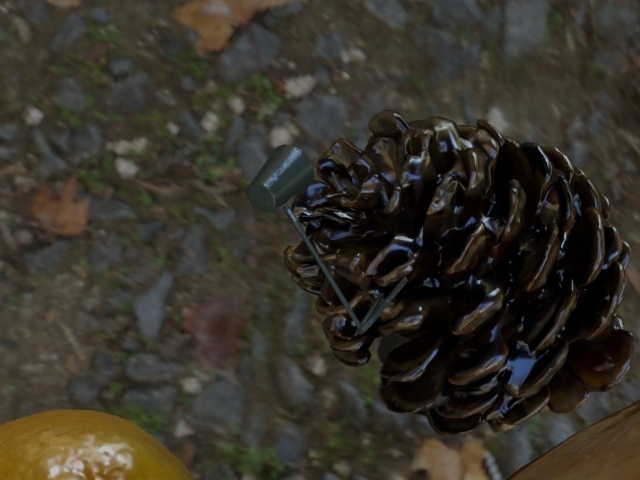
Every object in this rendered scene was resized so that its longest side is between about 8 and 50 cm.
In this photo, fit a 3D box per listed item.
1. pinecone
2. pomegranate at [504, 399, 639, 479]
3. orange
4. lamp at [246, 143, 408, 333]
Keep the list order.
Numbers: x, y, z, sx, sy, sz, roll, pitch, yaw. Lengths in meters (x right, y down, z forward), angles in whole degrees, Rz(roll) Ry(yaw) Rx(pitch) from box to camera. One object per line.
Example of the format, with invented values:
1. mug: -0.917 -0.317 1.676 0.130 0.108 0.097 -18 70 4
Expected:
1. pinecone: 0.103 0.024 1.225 0.224 0.272 0.224 -23 52 32
2. pomegranate: 0.124 0.168 0.375 0.281 0.281 0.281 -5 76 21
3. orange: -0.167 0.222 1.191 0.193 0.219 0.219 -19 69 43
4. lamp: -0.001 -0.001 1.086 0.121 0.054 0.041 47 136 -2
